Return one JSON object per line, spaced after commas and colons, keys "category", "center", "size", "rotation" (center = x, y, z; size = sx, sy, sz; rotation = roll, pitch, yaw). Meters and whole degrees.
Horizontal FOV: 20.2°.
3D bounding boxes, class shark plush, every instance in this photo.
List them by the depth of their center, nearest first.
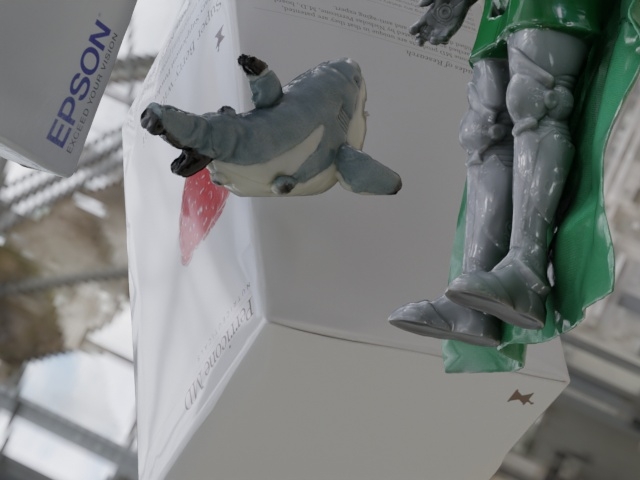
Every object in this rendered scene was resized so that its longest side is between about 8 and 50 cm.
{"category": "shark plush", "center": [-0.033, -0.054, 0.822], "size": [0.161, 0.073, 0.067], "rotation": [-2, -87, -44]}

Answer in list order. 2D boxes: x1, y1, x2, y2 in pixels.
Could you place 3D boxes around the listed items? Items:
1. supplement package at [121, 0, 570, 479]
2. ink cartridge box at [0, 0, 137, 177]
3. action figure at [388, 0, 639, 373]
{"category": "supplement package", "center": [0.000, 0.000, 1.014], "size": [0.177, 0.175, 0.293], "rotation": [-56, 30, 40]}
{"category": "ink cartridge box", "center": [-0.149, -0.166, 0.810], "size": [0.224, 0.045, 0.223], "rotation": [32, -105, -58]}
{"category": "action figure", "center": [0.074, -0.080, 0.595], "size": [0.137, 0.063, 0.232], "rotation": [147, 138, -66]}
